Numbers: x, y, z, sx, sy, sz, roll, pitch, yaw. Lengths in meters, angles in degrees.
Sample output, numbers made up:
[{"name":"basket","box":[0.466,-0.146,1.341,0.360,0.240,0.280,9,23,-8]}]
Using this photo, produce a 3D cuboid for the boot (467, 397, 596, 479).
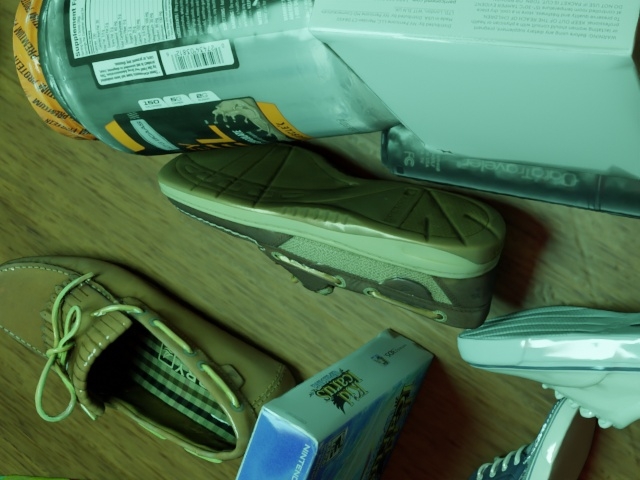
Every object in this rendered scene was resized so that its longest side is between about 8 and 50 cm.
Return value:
[{"name":"boot","box":[0.178,0.213,0.877,0.086,0.069,0.190,26,100,41]}]

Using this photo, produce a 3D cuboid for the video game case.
[{"name":"video game case","box":[-0.009,0.235,0.874,0.061,0.244,0.269,27,111,19]}]

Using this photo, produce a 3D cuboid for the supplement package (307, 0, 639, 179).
[{"name":"supplement package","box":[0.146,-0.155,0.686,0.204,0.262,0.145,10,82,25]}]

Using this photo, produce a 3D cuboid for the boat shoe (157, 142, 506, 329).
[{"name":"boat shoe","box":[0.000,0.000,0.893,0.342,0.123,0.123,14,126,22]}]

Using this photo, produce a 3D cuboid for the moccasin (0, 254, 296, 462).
[{"name":"moccasin","box":[-0.214,0.124,1.015,0.380,0.147,0.139,29,112,20]}]

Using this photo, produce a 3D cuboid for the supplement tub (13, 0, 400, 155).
[{"name":"supplement tub","box":[-0.091,-0.184,0.859,0.338,0.207,0.207,-2,98,29]}]

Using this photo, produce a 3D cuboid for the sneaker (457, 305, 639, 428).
[{"name":"sneaker","box":[0.226,0.109,0.795,0.258,0.094,0.091,-2,104,46]}]

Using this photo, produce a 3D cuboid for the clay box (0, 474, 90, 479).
[{"name":"clay box","box":[-0.323,0.355,1.170,0.222,0.053,0.127,-5,97,27]}]

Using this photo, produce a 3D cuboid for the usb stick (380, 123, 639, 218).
[{"name":"usb stick","box":[0.184,-0.071,0.830,0.278,0.045,0.077,12,111,25]}]
